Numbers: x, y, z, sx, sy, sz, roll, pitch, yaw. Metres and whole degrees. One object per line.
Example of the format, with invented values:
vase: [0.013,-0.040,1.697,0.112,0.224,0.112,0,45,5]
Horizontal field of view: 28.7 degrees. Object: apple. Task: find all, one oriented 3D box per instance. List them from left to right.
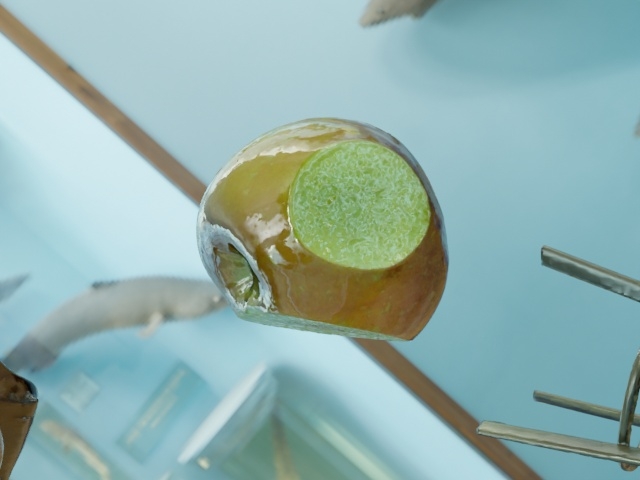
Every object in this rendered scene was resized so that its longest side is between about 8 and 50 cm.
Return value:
apple: [-0.002,0.001,0.832,0.147,0.163,0.146,-12,-14,-23]

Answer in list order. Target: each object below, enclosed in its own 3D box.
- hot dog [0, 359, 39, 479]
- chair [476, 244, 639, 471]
hot dog: [-0.317,0.122,0.718,0.194,0.326,0.107,-56,35,36]
chair: [0.195,0.087,0.599,0.095,0.221,0.104,-55,-32,-45]
